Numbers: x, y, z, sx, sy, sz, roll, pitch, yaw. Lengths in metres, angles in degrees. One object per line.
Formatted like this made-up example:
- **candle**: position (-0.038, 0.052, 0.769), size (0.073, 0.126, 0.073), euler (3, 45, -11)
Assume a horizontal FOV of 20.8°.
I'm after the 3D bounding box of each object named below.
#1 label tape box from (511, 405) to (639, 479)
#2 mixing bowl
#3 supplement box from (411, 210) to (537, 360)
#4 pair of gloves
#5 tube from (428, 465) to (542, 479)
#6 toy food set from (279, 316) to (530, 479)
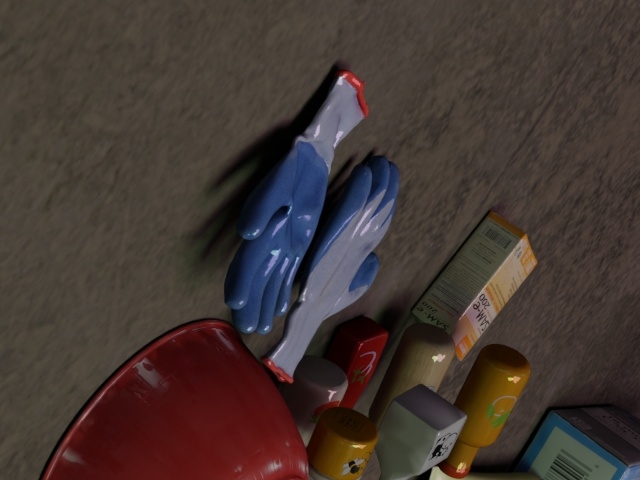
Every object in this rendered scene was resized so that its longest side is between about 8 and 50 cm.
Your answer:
- **label tape box**: position (0.275, 0.302, 1.853), size (0.240, 0.106, 0.334), euler (-60, 156, 10)
- **mixing bowl**: position (-0.072, 0.147, 1.031), size (0.181, 0.098, 0.181), euler (-42, 152, -28)
- **supplement box**: position (0.116, 0.035, 1.303), size (0.098, 0.036, 0.062), euler (-51, 155, -7)
- **pair of gloves**: position (0.000, 0.000, 1.028), size (0.159, 0.023, 0.198), euler (-61, 157, -15)
- **tube**: position (0.141, 0.248, 1.601), size (0.062, 0.070, 0.240), euler (-26, 162, 25)
- **toy food set**: position (0.039, 0.128, 1.189), size (0.232, 0.111, 0.104), euler (-21, 139, -55)
